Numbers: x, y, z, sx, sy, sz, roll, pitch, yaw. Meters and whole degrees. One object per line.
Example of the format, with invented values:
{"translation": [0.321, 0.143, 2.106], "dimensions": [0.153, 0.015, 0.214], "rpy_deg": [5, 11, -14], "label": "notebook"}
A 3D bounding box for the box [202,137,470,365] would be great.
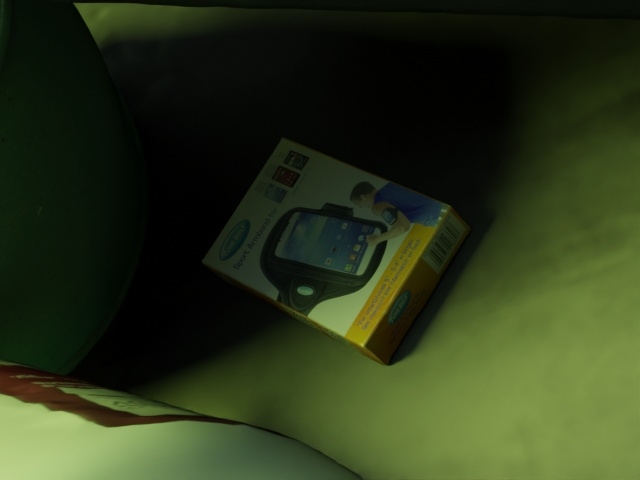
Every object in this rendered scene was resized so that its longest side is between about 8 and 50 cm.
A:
{"translation": [0.000, 0.000, 0.681], "dimensions": [0.136, 0.028, 0.081], "rpy_deg": [25, 78, 38], "label": "box"}

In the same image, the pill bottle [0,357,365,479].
{"translation": [-0.084, 0.159, 0.427], "dimensions": [0.392, 0.224, 0.224], "rpy_deg": [2, 62, 60], "label": "pill bottle"}

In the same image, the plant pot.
{"translation": [-0.224, -0.056, 0.633], "dimensions": [0.271, 0.255, 0.272], "rpy_deg": [1, 73, -4], "label": "plant pot"}

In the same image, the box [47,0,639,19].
{"translation": [0.058, -0.261, 0.503], "dimensions": [0.395, 0.293, 0.212], "rpy_deg": [-2, 50, -18], "label": "box"}
